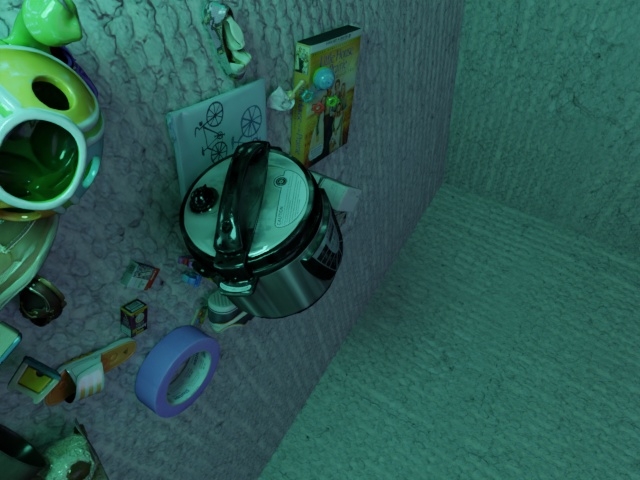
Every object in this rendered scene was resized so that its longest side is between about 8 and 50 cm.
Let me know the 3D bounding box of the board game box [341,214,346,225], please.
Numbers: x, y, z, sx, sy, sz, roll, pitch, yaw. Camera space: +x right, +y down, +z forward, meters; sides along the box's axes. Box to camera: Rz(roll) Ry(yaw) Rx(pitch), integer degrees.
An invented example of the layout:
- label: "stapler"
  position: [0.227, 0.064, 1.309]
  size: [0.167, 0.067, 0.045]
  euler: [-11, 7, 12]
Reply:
- label: "board game box"
  position: [0.017, -0.090, 2.019]
  size: [0.305, 0.053, 0.193]
  euler: [-41, 147, -43]

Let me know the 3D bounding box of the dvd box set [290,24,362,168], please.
- label: "dvd box set"
  position: [0.017, -0.477, 1.616]
  size: [0.307, 0.062, 0.421]
  euler: [-40, 147, -44]

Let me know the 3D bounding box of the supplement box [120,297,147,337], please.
- label: "supplement box"
  position: [-0.488, 0.203, 1.256]
  size: [0.055, 0.043, 0.083]
  euler: [-35, 144, -52]

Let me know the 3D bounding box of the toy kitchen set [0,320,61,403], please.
- label: "toy kitchen set"
  position: [-0.559, 0.236, 0.897]
  size: [0.166, 0.207, 0.122]
  euler: [41, 71, -23]

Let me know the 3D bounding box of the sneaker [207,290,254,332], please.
- label: "sneaker"
  position: [-0.261, 0.203, 1.642]
  size: [0.321, 0.126, 0.128]
  euler: [-24, 134, -49]

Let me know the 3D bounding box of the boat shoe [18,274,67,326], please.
- label: "boat shoe"
  position: [-0.545, 0.123, 0.933]
  size: [0.073, 0.073, 0.207]
  euler: [-57, -178, -29]

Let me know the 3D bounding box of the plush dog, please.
- label: "plush dog"
  position: [-0.656, 0.577, 1.152]
  size: [0.225, 0.210, 0.263]
  euler: [-27, 138, -27]

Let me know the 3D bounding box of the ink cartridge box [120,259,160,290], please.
- label: "ink cartridge box"
  position: [-0.454, 0.094, 1.236]
  size: [0.063, 0.029, 0.115]
  euler: [-63, 157, -4]

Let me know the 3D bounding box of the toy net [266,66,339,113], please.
- label: "toy net"
  position: [-0.057, -0.432, 1.435]
  size: [0.232, 0.045, 0.122]
  euler: [-20, 136, -13]

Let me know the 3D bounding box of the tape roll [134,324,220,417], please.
- label: "tape roll"
  position: [-0.442, 0.409, 1.506]
  size: [0.275, 0.090, 0.275]
  euler: [-46, 150, -36]

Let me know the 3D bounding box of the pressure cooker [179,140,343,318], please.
- label: "pressure cooker"
  position: [-0.156, -0.024, 1.241]
  size: [0.375, 0.370, 0.420]
  euler: [-37, 147, -10]

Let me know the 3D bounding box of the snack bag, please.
- label: "snack bag"
  position: [-0.264, -0.241, 1.295]
  size: [0.342, 0.037, 0.323]
  euler: [-39, 146, -40]

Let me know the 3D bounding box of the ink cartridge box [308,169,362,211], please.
- label: "ink cartridge box"
  position: [0.015, -0.181, 1.712]
  size: [0.160, 0.219, 0.093]
  euler: [-2, 115, -64]

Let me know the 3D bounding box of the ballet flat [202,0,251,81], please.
- label: "ballet flat"
  position: [-0.208, -0.458, 1.137]
  size: [0.077, 0.079, 0.221]
  euler: [-56, 156, -21]

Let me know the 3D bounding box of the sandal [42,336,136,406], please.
- label: "sandal"
  position: [-0.554, 0.328, 1.199]
  size: [0.265, 0.076, 0.102]
  euler: [-31, 140, -52]

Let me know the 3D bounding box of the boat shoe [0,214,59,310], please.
- label: "boat shoe"
  position: [-0.577, 0.046, 0.818]
  size: [0.325, 0.123, 0.116]
  euler: [-63, 143, -17]

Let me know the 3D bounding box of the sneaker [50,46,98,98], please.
- label: "sneaker"
  position: [-0.441, -0.290, 0.822]
  size: [0.068, 0.071, 0.170]
  euler: [-59, 157, -13]

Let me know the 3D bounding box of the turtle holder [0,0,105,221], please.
- label: "turtle holder"
  position: [-0.420, -0.174, 0.709]
  size: [0.320, 0.227, 0.243]
  euler: [-50, 138, -8]

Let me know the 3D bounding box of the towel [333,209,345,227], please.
- label: "towel"
  position: [0.000, 0.000, 1.937]
  size: [0.312, 0.056, 0.324]
  euler: [-16, 127, -59]

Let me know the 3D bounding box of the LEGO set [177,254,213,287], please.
- label: "LEGO set"
  position: [-0.322, 0.097, 1.437]
  size: [0.227, 0.093, 0.087]
  euler: [-7, 119, -64]

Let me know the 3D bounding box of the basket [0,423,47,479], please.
- label: "basket"
  position: [-0.711, 0.497, 0.953]
  size: [0.227, 0.154, 0.204]
  euler: [-49, 147, -24]

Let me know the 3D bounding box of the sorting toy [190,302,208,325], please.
- label: "sorting toy"
  position: [-0.382, 0.236, 1.552]
  size: [0.083, 0.012, 0.062]
  euler: [-65, 157, 3]
